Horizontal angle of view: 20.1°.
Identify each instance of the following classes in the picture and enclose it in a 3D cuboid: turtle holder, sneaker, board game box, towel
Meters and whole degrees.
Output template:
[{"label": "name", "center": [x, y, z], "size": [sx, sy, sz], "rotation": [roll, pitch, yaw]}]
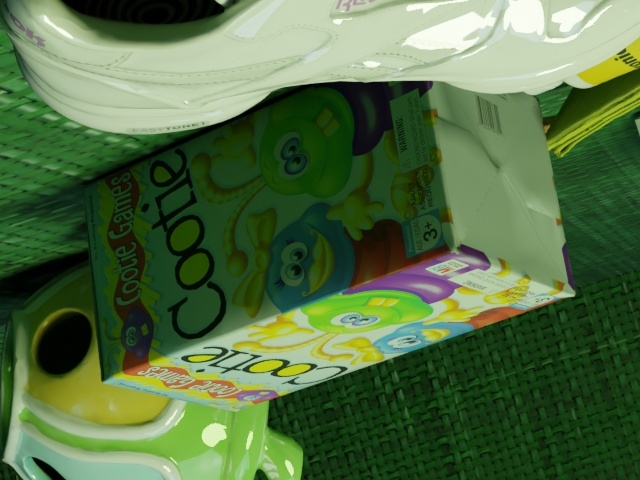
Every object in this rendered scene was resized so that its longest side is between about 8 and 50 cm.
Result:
[{"label": "turtle holder", "center": [-0.138, 0.120, 1.457], "size": [0.227, 0.243, 0.320], "rotation": [4, 176, -14]}, {"label": "sneaker", "center": [0.025, -0.110, 0.683], "size": [0.305, 0.114, 0.152], "rotation": [-16, 172, 0]}, {"label": "board game box", "center": [0.000, 0.000, 1.158], "size": [0.275, 0.142, 0.144], "rotation": [-21, 156, 32]}, {"label": "towel", "center": [0.218, -0.122, 1.085], "size": [0.102, 0.021, 0.237], "rotation": [-55, -170, -26]}]

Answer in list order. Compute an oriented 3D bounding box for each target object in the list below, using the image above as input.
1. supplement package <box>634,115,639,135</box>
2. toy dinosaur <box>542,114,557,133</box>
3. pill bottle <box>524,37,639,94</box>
[{"label": "supplement package", "center": [0.428, -0.017, 1.495], "size": [0.199, 0.262, 0.198], "rotation": [-7, 167, -46]}, {"label": "toy dinosaur", "center": [0.127, -0.074, 1.271], "size": [0.211, 0.064, 0.112], "rotation": [-7, 167, -45]}, {"label": "pill bottle", "center": [0.159, -0.123, 1.009], "size": [0.116, 0.065, 0.065], "rotation": [-21, 170, 35]}]
